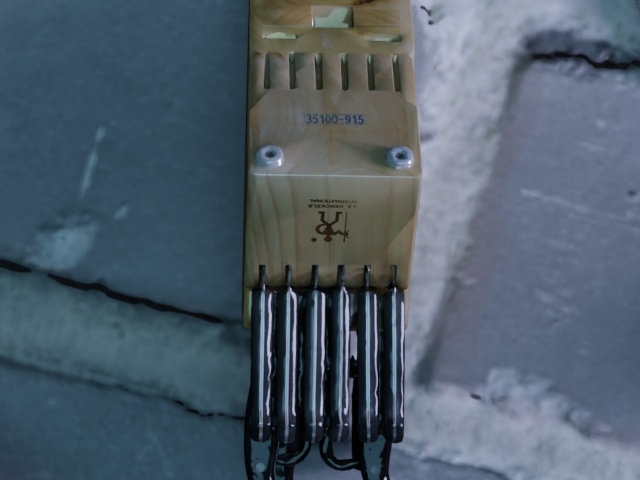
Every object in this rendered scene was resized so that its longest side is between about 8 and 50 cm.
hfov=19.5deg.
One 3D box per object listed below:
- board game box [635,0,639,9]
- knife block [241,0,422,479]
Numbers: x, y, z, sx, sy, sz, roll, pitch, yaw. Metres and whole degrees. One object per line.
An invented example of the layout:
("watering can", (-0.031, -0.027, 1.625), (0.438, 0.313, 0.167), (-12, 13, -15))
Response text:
("board game box", (0.223, -0.147, 1.049), (0.090, 0.020, 0.090), (-26, 94, 0))
("knife block", (0.000, 0.000, 1.025), (0.088, 0.242, 0.275), (1, 48, -4))
